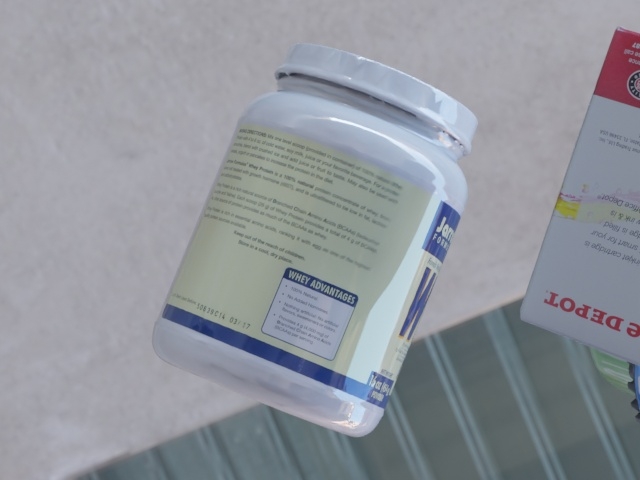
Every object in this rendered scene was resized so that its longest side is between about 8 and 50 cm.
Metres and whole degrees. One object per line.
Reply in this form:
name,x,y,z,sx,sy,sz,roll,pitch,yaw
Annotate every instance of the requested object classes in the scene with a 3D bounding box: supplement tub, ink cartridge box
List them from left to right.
supplement tub,0.000,0.000,1.476,0.235,0.235,0.325,48,64,-79
ink cartridge box,0.216,-0.014,0.884,0.127,0.128,0.176,5,105,-61

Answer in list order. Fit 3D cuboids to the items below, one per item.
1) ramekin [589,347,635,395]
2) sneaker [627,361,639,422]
ramekin,0.332,0.006,1.244,0.303,0.148,0.303,-34,132,-49
sneaker,0.270,0.031,1.023,0.086,0.237,0.085,28,23,31
